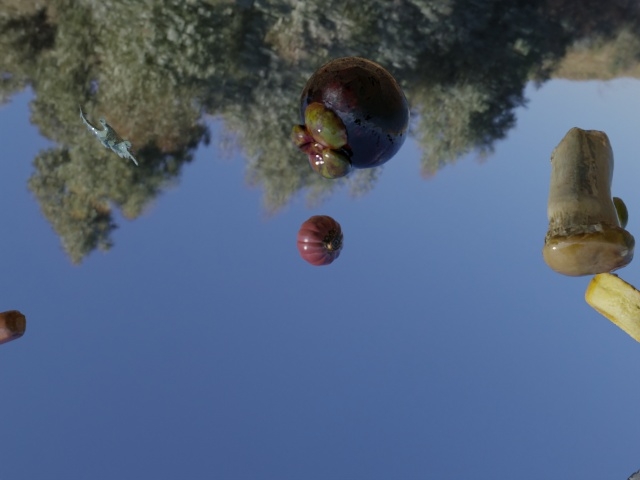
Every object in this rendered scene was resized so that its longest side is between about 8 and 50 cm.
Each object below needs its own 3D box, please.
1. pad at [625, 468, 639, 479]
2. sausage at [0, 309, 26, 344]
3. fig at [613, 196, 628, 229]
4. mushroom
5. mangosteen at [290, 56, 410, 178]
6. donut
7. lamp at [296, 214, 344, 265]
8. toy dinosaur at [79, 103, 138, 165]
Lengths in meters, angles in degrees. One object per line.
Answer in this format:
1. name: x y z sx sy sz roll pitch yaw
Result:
1. pad: 0.501 0.420 1.074 0.022 0.233 0.174 -15 -129 -37
2. sausage: -0.442 0.122 0.971 0.041 0.131 0.039 40 -146 -66
3. fig: 0.599 -0.055 1.539 0.074 0.074 0.088 28 -113 9
4. mushroom: 0.273 -0.052 0.766 0.084 0.071 0.209 -7 -136 25
5. mangosteen: 0.050 -0.209 1.267 0.210 0.210 0.210 19 -156 -9
6. donut: 0.533 0.121 1.277 0.174 0.074 0.190 41 -169 25
7. lamp: 0.000 0.000 1.541 0.107 0.107 0.092 -2 -171 -44
8. toy dinosaur: -0.454 -0.221 1.593 0.209 0.039 0.082 42 167 16
